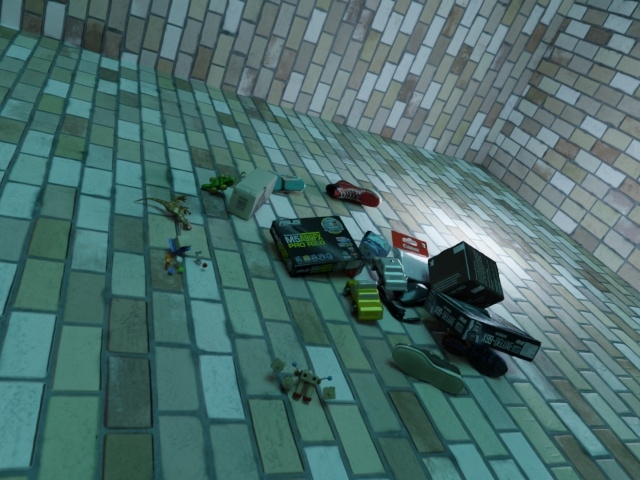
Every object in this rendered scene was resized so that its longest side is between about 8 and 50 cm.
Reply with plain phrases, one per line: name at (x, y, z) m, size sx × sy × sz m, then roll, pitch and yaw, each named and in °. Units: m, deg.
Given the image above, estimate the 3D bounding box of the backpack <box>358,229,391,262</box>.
backpack at (0.203, 0.035, 1.948) m, size 0.114 × 0.105 × 0.084 m, roll 30°, pitch 49°, yaw 10°

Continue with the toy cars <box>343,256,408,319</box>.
toy cars at (0.195, 0.132, 1.719) m, size 0.176 × 0.087 × 0.394 m, roll 22°, pitch 31°, yaw 22°

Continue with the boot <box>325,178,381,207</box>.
boot at (0.150, -0.207, 2.371) m, size 0.244 × 0.088 × 0.176 m, roll 26°, pitch 26°, yaw 23°

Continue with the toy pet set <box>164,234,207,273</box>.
toy pet set at (-0.411, 0.045, 1.496) m, size 0.122 × 0.065 × 0.114 m, roll -7°, pitch 74°, yaw -42°

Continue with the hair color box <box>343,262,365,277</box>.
hair color box at (0.082, 0.073, 1.840) m, size 0.141 × 0.043 × 0.072 m, roll 33°, pitch 29°, yaw 20°

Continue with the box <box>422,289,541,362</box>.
box at (0.526, 0.279, 1.680) m, size 0.307 × 0.076 × 0.242 m, roll 21°, pitch 9°, yaw -23°

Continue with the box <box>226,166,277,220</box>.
box at (-0.259, -0.184, 1.962) m, size 0.094 × 0.113 × 0.275 m, roll 25°, pitch 28°, yaw 1°

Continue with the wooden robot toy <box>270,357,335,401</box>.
wooden robot toy at (-0.044, 0.341, 1.244) m, size 0.173 × 0.076 × 0.079 m, roll 23°, pitch -9°, yaw -2°

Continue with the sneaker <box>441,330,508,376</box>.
sneaker at (0.498, 0.351, 1.631) m, size 0.221 × 0.083 × 0.087 m, roll 34°, pitch 23°, yaw 14°

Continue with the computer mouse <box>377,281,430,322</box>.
computer mouse at (0.325, 0.207, 1.773) m, size 0.262 × 0.060 × 0.184 m, roll 4°, pitch 32°, yaw -34°

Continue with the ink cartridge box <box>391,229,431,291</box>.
ink cartridge box at (0.365, 0.068, 1.949) m, size 0.189 × 0.066 × 0.232 m, roll 18°, pitch 57°, yaw -25°

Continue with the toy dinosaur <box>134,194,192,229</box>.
toy dinosaur at (-0.495, -0.114, 1.690) m, size 0.211 × 0.064 × 0.112 m, roll 31°, pitch 28°, yaw 15°

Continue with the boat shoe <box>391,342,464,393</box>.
boat shoe at (0.305, 0.357, 1.465) m, size 0.228 × 0.081 × 0.068 m, roll 31°, pitch 23°, yaw -3°

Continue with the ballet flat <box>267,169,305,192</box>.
ballet flat at (-0.178, -0.247, 2.200) m, size 0.241 × 0.091 × 0.077 m, roll 10°, pitch -1°, yaw -34°

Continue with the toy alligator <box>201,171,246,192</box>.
toy alligator at (-0.361, -0.219, 1.942) m, size 0.051 × 0.190 × 0.056 m, roll 48°, pitch 30°, yaw -67°

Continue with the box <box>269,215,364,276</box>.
box at (-0.014, 0.014, 1.760) m, size 0.270 × 0.060 × 0.216 m, roll -5°, pitch 49°, yaw -29°

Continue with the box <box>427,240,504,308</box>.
box at (0.516, 0.138, 1.822) m, size 0.203 × 0.168 × 0.167 m, roll 27°, pitch 47°, yaw -30°
